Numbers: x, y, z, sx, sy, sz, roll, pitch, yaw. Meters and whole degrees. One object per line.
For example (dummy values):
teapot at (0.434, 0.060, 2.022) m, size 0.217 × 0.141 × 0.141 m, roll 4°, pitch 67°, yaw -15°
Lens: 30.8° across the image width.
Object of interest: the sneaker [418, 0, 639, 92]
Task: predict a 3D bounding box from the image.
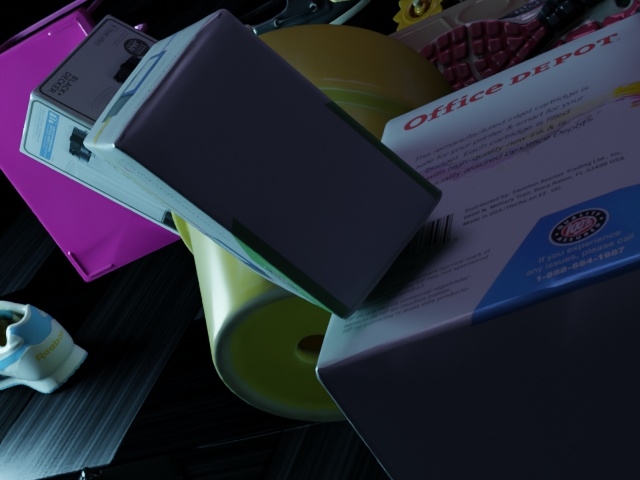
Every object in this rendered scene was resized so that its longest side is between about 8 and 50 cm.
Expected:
sneaker at (0.215, -0.176, 1.137) m, size 0.299 × 0.120 × 0.112 m, roll -24°, pitch -3°, yaw 23°

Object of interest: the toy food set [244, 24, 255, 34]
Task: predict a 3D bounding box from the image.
toy food set at (-0.124, -0.238, 1.653) m, size 0.104 × 0.111 × 0.232 m, roll -32°, pitch 20°, yaw -27°

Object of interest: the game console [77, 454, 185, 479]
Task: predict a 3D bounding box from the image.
game console at (-0.160, 0.234, 0.937) m, size 0.107 × 0.071 × 0.122 m, roll -64°, pitch 24°, yaw 6°

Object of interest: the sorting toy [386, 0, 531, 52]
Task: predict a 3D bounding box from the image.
sorting toy at (0.166, -0.224, 1.319) m, size 0.208 × 0.038 × 0.193 m, roll -20°, pitch 29°, yaw -1°

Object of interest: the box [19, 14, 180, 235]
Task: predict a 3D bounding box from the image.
box at (-0.139, -0.098, 1.205) m, size 0.169 × 0.290 × 0.087 m, roll -63°, pitch -1°, yaw -46°

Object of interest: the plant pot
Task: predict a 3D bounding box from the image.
plant pot at (0.000, 0.000, 0.920) m, size 0.254 × 0.254 × 0.239 m, roll -23°, pitch 41°, yaw 22°

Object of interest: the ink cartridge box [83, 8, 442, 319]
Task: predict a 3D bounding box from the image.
ink cartridge box at (-0.046, -0.045, 0.682) m, size 0.093 × 0.154 × 0.212 m, roll -53°, pitch 16°, yaw -4°

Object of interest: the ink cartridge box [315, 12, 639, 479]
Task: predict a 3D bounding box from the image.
ink cartridge box at (0.150, 0.030, 0.707) m, size 0.198 × 0.197 × 0.270 m, roll -22°, pitch 28°, yaw 26°

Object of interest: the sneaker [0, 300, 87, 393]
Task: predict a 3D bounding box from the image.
sneaker at (-0.353, 0.113, 1.301) m, size 0.229 × 0.092 × 0.087 m, roll -9°, pitch 36°, yaw 45°

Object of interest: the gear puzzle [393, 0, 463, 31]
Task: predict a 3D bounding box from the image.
gear puzzle at (0.231, -0.371, 1.471) m, size 0.339 × 0.044 × 0.175 m, roll -41°, pitch 40°, yaw 13°

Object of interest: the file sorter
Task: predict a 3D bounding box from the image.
file sorter at (-0.265, -0.142, 1.429) m, size 0.202 × 0.290 × 0.182 m, roll -24°, pitch 23°, yaw 21°

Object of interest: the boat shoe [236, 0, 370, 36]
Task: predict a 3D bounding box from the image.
boat shoe at (-0.050, -0.353, 1.762) m, size 0.340 × 0.113 × 0.127 m, roll -33°, pitch 23°, yaw 1°
